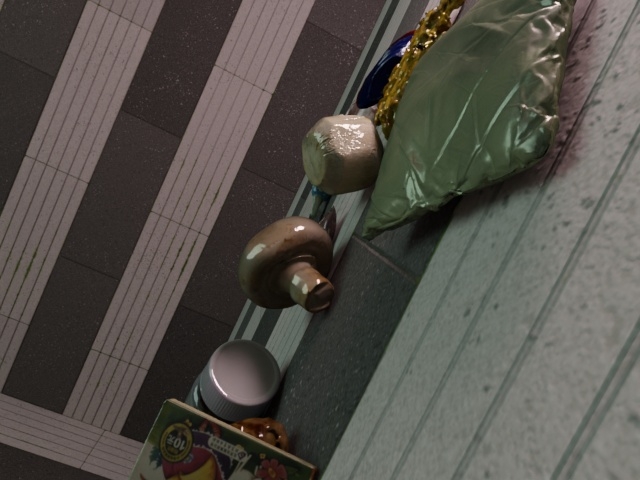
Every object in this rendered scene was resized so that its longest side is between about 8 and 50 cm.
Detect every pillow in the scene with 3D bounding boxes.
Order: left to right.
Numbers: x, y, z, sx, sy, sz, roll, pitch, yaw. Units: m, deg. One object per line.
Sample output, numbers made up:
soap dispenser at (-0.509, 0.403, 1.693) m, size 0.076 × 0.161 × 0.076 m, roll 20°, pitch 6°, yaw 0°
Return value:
pillow at (0.000, 0.000, 1.067) m, size 0.185 × 0.042 × 0.118 m, roll 128°, pitch 157°, yaw -66°
pillow at (0.158, -0.148, 0.477) m, size 0.280 × 0.076 × 0.275 m, roll -31°, pitch 38°, yaw 64°

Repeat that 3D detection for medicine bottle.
medicine bottle at (-0.203, 0.349, 0.922) m, size 0.165 × 0.164 × 0.274 m, roll -78°, pitch 15°, yaw -53°

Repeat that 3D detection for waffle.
waffle at (0.180, -0.327, 0.825) m, size 0.260 × 0.068 × 0.293 m, roll -54°, pitch 13°, yaw 45°

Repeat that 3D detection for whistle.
whistle at (0.011, -0.179, 1.377) m, size 0.114 × 0.077 × 0.236 m, roll 115°, pitch 171°, yaw -73°

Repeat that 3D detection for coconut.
coconut at (0.053, -0.180, 0.885) m, size 0.161 × 0.162 × 0.161 m, roll 42°, pitch 140°, yaw 48°

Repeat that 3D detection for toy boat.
toy boat at (0.166, -0.431, 1.105) m, size 0.219 × 0.071 × 0.318 m, roll -50°, pitch 11°, yaw 13°

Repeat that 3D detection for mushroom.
mushroom at (-0.047, 0.056, 0.863) m, size 0.206 × 0.209 × 0.207 m, roll -50°, pitch -27°, yaw -38°

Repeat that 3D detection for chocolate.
chocolate at (0.084, -0.291, 1.213) m, size 0.254 × 0.080 × 0.157 m, roll -63°, pitch 10°, yaw 14°

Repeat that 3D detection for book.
book at (-0.161, 0.383, 0.499) m, size 0.018 × 0.228 × 0.323 m, roll 60°, pitch -132°, yaw -63°

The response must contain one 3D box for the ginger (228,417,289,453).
ginger at (-0.167, 0.395, 0.593) m, size 0.165 × 0.172 × 0.322 m, roll 126°, pitch 166°, yaw -73°
